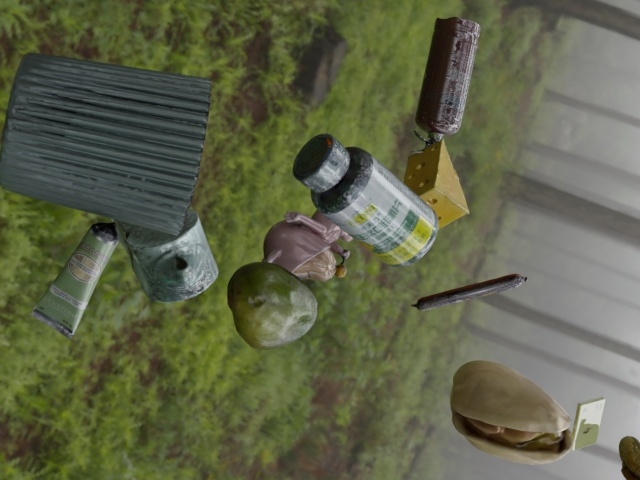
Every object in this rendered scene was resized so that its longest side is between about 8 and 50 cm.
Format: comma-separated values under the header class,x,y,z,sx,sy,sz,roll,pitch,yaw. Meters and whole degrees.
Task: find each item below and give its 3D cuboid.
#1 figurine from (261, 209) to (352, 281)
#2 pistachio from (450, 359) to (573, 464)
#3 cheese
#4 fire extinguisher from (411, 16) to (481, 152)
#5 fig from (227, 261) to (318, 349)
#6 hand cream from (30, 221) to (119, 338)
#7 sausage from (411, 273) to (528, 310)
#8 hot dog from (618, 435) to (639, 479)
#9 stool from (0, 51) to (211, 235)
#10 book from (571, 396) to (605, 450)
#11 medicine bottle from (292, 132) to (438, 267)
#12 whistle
class,x,y,z,sx,sy,sz,roll,pitch,yaw
figurine,0.000,0.000,2.048,0.287,0.186,0.176,-36,169,-18
pistachio,0.397,0.367,1.908,0.214,0.318,0.194,-19,116,-34
cheese,0.223,-0.128,1.845,0.093,0.126,0.171,-28,-132,31
fire extinguisher,0.294,-0.366,2.174,0.135,0.114,0.337,12,89,-41
fig,-0.098,0.132,1.811,0.181,0.191,0.181,-177,-90,-66
hand cream,-0.433,0.066,1.619,0.235,0.086,0.055,-56,-177,14
sausage,0.246,0.086,1.490,0.028,0.198,0.025,44,33,-67
hot dog,0.736,0.528,2.006,0.242,0.073,0.084,-132,-148,-61
stool,-0.388,-0.185,1.632,0.297,0.330,0.297,-168,-90,-77
book,0.564,0.388,1.905,0.014,0.077,0.111,31,-60,52
medicine bottle,0.081,-0.077,1.664,0.141,0.293,0.141,-32,-142,29
whistle,-0.423,0.030,2.270,0.188,0.404,0.168,-45,129,-40
